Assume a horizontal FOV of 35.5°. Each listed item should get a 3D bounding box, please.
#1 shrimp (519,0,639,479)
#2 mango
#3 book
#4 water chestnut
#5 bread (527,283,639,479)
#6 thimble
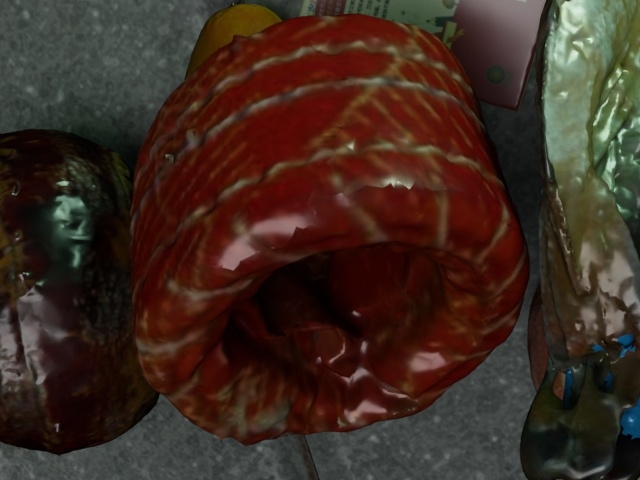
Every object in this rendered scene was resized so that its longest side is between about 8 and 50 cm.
[{"bbox_3d":[0.227,-0.027,0.795,0.110,0.221,0.445,-4,74,40],"label":"shrimp"},{"bbox_3d":[-0.078,-0.107,0.989,0.138,0.113,0.253,32,125,34],"label":"mango"},{"bbox_3d":[0.097,-0.227,0.938,0.232,0.022,0.162,18,114,11],"label":"book"},{"bbox_3d":[-0.260,0.047,1.048,0.302,0.350,0.350,-9,115,-23],"label":"water chestnut"},{"bbox_3d":[0.298,0.126,0.961,0.190,0.123,0.244,-8,108,23],"label":"bread"},{"bbox_3d":[0.000,0.000,0.861,0.350,0.230,0.350,-9,141,-7],"label":"thimble"}]
